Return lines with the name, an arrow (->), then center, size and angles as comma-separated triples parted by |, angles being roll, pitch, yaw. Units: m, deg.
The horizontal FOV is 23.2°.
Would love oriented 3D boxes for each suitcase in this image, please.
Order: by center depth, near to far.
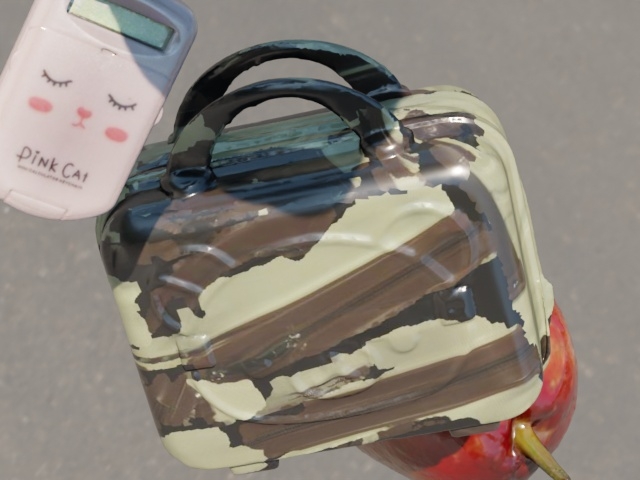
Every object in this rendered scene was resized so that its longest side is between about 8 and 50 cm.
suitcase -> 0.000, 0.000, 1.269 | 0.194, 0.352, 0.339 | -88, 164, -61

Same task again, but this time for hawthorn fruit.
hawthorn fruit -> 0.169, 0.159, 1.714 | 0.285, 0.284, 0.369 | 6, 21, -34

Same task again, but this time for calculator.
calculator -> -0.145, -0.093, 0.955 | 0.100, 0.175, 0.032 | 20, 17, -26
